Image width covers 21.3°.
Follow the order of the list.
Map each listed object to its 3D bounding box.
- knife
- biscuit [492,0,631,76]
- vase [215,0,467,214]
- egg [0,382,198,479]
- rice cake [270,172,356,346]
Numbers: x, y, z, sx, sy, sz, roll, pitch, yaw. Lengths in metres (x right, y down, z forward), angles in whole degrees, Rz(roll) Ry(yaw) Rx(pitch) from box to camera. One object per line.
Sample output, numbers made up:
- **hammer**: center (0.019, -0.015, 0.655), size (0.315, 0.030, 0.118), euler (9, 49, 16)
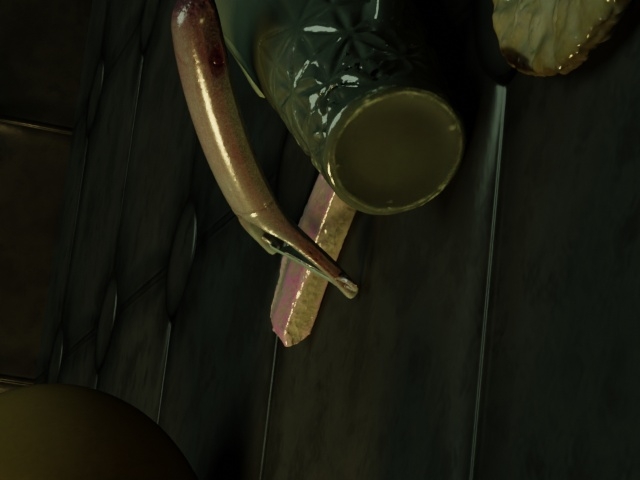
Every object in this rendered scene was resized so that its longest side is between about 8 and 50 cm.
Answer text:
- **knife**: center (-0.052, -0.064, 1.265), size (0.123, 0.053, 0.278), euler (23, 148, 42)
- **biscuit**: center (0.141, -0.162, 0.999), size (0.250, 0.032, 0.133), euler (-139, 61, -72)
- **vase**: center (0.017, -0.148, 1.243), size (0.301, 0.156, 0.251), euler (-113, 34, -53)
- **egg**: center (-0.244, 0.317, 1.562), size (0.301, 0.301, 0.373), euler (145, 125, -69)
- **rice cake**: center (0.000, 0.000, 1.391), size (0.047, 0.036, 0.206), euler (-102, 27, -52)
